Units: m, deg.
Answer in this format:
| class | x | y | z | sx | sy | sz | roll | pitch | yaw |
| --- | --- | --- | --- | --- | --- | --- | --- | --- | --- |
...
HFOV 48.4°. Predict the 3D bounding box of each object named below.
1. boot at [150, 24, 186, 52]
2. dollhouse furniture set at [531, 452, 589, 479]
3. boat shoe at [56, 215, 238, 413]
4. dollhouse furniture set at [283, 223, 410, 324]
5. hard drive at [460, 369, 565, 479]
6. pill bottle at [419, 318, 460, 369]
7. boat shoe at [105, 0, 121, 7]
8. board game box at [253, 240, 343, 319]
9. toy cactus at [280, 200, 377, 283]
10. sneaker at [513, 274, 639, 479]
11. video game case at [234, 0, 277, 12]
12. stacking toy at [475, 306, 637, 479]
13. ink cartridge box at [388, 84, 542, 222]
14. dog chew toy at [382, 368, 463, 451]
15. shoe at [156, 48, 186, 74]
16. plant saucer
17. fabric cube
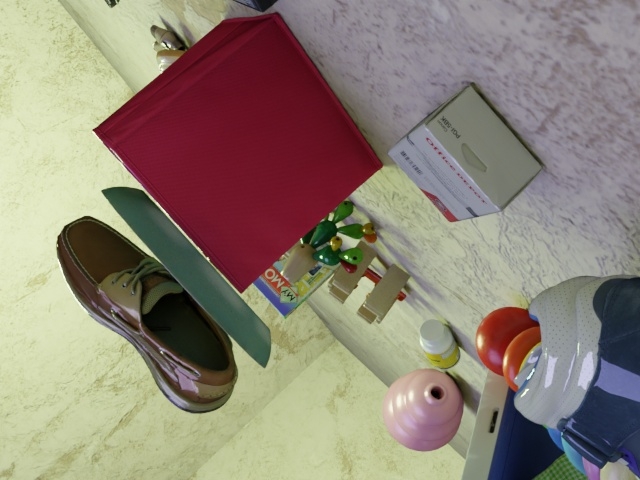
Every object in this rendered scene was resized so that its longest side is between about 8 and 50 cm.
| class | x | y | z | sx | sy | sz | roll | pitch | yaw |
| --- | --- | --- | --- | --- | --- | --- | --- | --- | --- |
| boot | -0.305 | -0.391 | 1.461 | 0.087 | 0.042 | 0.118 | 41 | 174 | 14 |
| dollhouse furniture set | 0.391 | 0.374 | 0.887 | 0.301 | 0.197 | 0.151 | 53 | 172 | -37 |
| boat shoe | -0.222 | 0.081 | 0.955 | 0.324 | 0.122 | 0.120 | 44 | 141 | 9 |
| dollhouse furniture set | 0.062 | 0.044 | 1.434 | 0.259 | 0.135 | 0.262 | 36 | 171 | 5 |
| hard drive | 0.282 | 0.330 | 0.980 | 0.040 | 0.210 | 0.318 | -4 | 136 | 34 |
| pill bottle | 0.230 | 0.201 | 1.384 | 0.065 | 0.065 | 0.116 | 41 | 169 | 41 |
| boat shoe | -0.494 | -0.574 | 1.578 | 0.125 | 0.038 | 0.046 | 51 | 171 | -21 |
| board game box | -0.115 | 0.003 | 1.721 | 0.317 | 0.213 | 0.046 | 46 | 171 | 11 |
| toy cactus | 0.000 | 0.000 | 1.287 | 0.112 | 0.180 | 0.219 | 25 | -162 | -52 |
| sneaker | 0.275 | 0.157 | 0.561 | 0.236 | 0.130 | 0.322 | 15 | 141 | 47 |
| video game case | -0.179 | -0.394 | 0.802 | 0.275 | 0.035 | 0.248 | 40 | 168 | 45 |
| stacking toy | 0.278 | 0.165 | 0.784 | 0.141 | 0.141 | 0.330 | 51 | 177 | -22 |
| ink cartridge box | 0.127 | -0.074 | 0.649 | 0.099 | 0.056 | 0.135 | 48 | 172 | -4 |
| dog chew toy | 0.267 | 0.415 | 1.790 | 0.206 | 0.207 | 0.332 | 45 | 163 | 17 |
| shoe | -0.276 | -0.328 | 1.438 | 0.219 | 0.077 | 0.058 | 55 | -150 | -83 |
| plant saucer | -0.167 | 0.040 | 0.949 | 0.317 | 0.044 | 0.317 | 46 | 171 | 9 |
| fabric cube | -0.124 | -0.130 | 0.987 | 0.254 | 0.258 | 0.259 | 51 | 171 | -25 |
